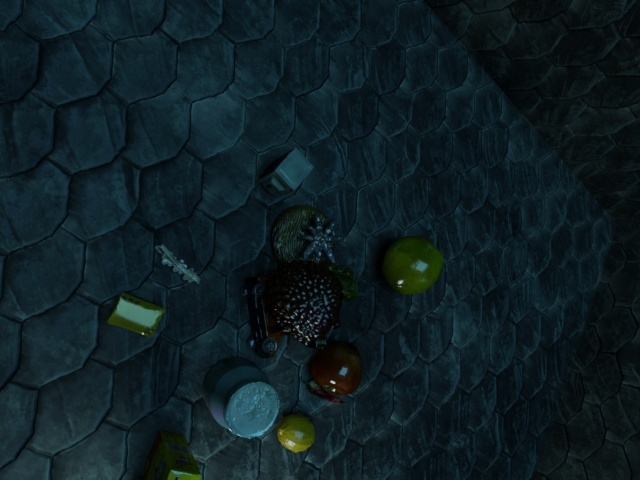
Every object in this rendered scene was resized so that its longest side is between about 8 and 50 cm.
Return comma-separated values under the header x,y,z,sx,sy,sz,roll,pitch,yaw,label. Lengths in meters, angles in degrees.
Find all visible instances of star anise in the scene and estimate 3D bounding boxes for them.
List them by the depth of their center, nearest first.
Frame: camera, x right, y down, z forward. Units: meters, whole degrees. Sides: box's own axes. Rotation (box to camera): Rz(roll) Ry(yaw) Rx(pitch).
x,y,z,sx,sy,sz,roll,pitch,yaw,label
0.000,0.000,1.796,0.236,0.093,0.229,-37,89,-15,star anise

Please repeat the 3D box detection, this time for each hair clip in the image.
x,y,z,sx,sy,sz,roll,pitch,yaw,label
-0.552,0.095,1.587,0.214,0.056,0.062,51,51,-25,hair clip

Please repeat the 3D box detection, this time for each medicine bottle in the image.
x,y,z,sx,sy,sz,roll,pitch,yaw,label
-0.295,0.590,1.555,0.244,0.289,0.246,1,87,-27,medicine bottle

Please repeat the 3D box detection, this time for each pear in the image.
x,y,z,sx,sy,sz,roll,pitch,yaw,label
0.430,0.124,1.970,0.293,0.294,0.295,2,86,-27,pear

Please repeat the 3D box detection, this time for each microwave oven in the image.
x,y,z,sx,sy,sz,roll,pitch,yaw,label
-0.151,-0.281,1.721,0.122,0.208,0.162,45,69,-18,microwave oven

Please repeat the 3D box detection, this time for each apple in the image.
x,y,z,sx,sy,sz,roll,pitch,yaw,label
0.082,0.549,1.795,0.229,0.229,0.230,2,86,-27,apple

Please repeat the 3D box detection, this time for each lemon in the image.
x,y,z,sx,sy,sz,roll,pitch,yaw,label
-0.096,0.810,1.730,0.187,0.142,0.142,35,73,-27,lemon

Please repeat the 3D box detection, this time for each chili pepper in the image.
x,y,z,sx,sy,sz,roll,pitch,yaw,label
0.008,0.678,1.845,0.267,0.059,0.050,37,110,-24,chili pepper

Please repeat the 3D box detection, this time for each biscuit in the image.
x,y,z,sx,sy,sz,roll,pitch,yaw,label
-0.072,-0.002,1.842,0.317,0.040,0.319,1,87,-28,biscuit

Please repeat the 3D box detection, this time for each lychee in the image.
x,y,z,sx,sy,sz,roll,pitch,yaw,label
-0.055,0.228,1.572,0.330,0.306,0.306,34,72,-4,lychee

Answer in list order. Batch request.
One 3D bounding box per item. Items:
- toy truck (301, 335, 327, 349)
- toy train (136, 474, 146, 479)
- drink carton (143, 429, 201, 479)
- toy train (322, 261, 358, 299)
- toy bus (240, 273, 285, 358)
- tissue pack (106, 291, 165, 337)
x,y,z,sx,sy,sz,roll,pitch,yaw,label
-0.027,0.342,1.805,0.127,0.127,0.258,-8,91,-42,toy truck
-0.576,0.929,1.419,0.177,0.261,0.134,20,77,-11,toy train
-0.509,0.789,1.399,0.111,0.351,0.155,25,76,-24,drink carton
0.074,0.183,1.844,0.225,0.090,0.138,20,55,-42,toy train
-0.220,0.306,1.693,0.153,0.142,0.330,-7,87,-37,toy bus
-0.667,0.270,1.497,0.169,0.082,0.120,28,76,-23,tissue pack
